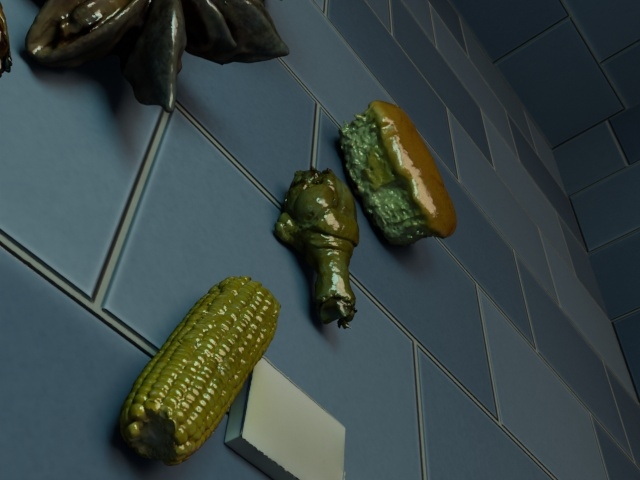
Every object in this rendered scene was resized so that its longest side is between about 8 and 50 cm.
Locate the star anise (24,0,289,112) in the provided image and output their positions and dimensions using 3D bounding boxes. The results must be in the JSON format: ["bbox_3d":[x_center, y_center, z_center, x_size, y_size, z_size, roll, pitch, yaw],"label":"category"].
[{"bbox_3d":[-0.167,-0.250,0.782,0.315,0.108,0.315,21,51,-28],"label":"star anise"}]

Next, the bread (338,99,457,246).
[{"bbox_3d":[0.126,-0.102,1.223,0.174,0.121,0.246,-5,66,-62],"label":"bread"}]

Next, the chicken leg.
[{"bbox_3d":[0.000,0.000,0.935,0.103,0.088,0.228,48,32,-46],"label":"chicken leg"}]

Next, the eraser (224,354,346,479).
[{"bbox_3d":[-0.028,0.187,0.741,0.150,0.023,0.104,46,29,-29],"label":"eraser"}]

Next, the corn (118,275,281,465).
[{"bbox_3d":[-0.093,0.099,0.650,0.080,0.080,0.238,54,25,-13],"label":"corn"}]

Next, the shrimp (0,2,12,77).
[{"bbox_3d":[-0.320,-0.168,0.539,0.222,0.054,0.291,38,33,-41],"label":"shrimp"}]
